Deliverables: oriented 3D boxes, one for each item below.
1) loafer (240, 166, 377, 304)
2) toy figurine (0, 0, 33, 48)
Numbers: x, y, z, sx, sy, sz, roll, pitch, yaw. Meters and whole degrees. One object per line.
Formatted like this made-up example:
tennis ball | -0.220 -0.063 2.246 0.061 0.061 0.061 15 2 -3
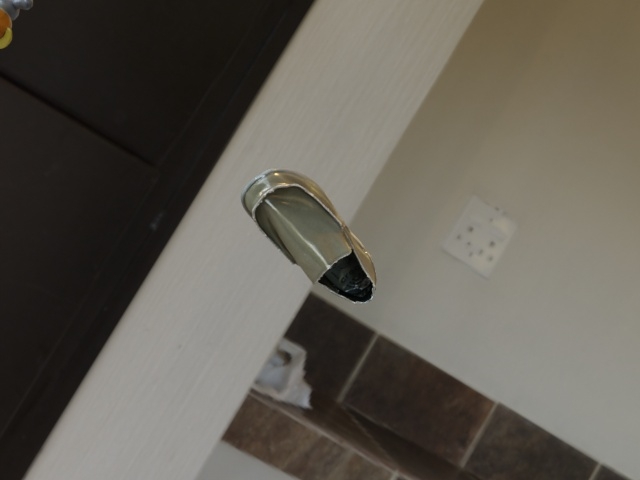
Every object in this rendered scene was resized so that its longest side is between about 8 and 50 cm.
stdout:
loafer | 0.000 0.000 0.996 0.251 0.094 0.087 40 12 -36
toy figurine | -0.459 -0.382 1.007 0.210 0.213 0.148 29 33 -33
